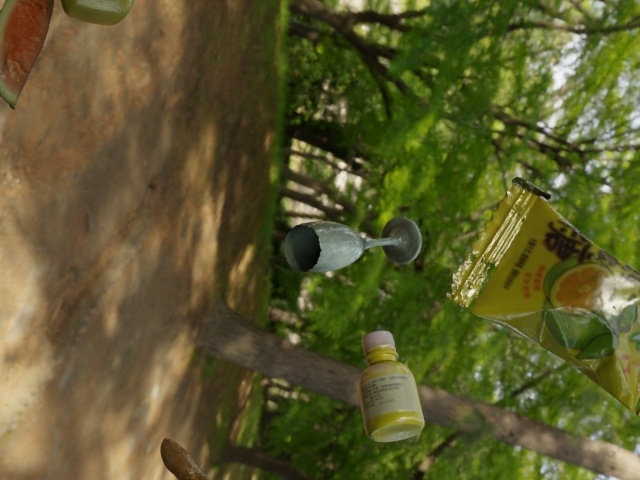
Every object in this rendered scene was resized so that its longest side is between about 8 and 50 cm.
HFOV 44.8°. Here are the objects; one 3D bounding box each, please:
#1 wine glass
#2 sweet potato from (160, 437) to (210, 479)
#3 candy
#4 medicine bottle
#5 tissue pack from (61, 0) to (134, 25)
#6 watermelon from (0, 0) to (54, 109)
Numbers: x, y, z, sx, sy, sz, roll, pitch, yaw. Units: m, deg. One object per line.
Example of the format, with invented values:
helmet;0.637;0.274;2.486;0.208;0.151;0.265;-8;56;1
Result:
wine glass;0.000;0.000;1.494;0.309;0.264;0.096;-4;98;-50
sweet potato;-0.235;0.456;1.478;0.050;0.214;0.050;-38;148;-29
candy;0.314;0.069;0.916;0.187;0.297;0.081;-55;172;-14
medicine bottle;0.135;0.296;1.606;0.122;0.121;0.213;105;-21;-55
tissue pack;-0.351;-0.443;1.225;0.127;0.123;0.178;145;-57;-63
watermelon;-0.498;-0.347;1.319;0.063;0.119;0.245;9;109;-55
